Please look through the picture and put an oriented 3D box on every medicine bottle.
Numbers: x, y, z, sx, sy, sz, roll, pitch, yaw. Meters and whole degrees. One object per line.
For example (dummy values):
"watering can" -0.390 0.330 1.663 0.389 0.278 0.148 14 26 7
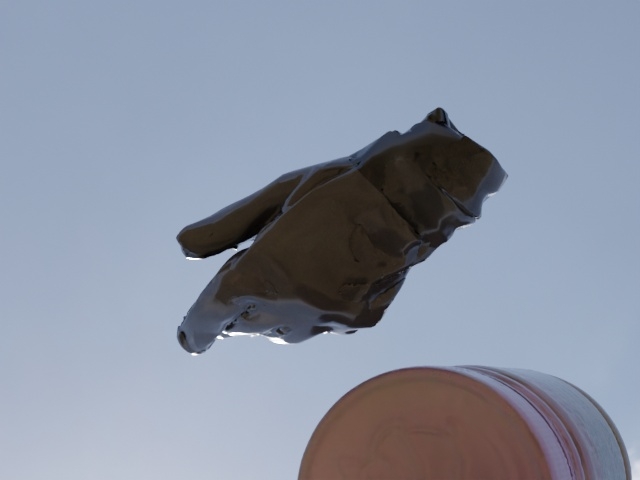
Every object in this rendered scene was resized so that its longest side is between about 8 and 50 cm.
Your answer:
"medicine bottle" 0.129 0.201 1.133 0.202 0.316 0.202 -2 -96 21

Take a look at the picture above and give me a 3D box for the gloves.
"gloves" 0.002 0.000 1.026 0.285 0.119 0.142 -37 -85 24
